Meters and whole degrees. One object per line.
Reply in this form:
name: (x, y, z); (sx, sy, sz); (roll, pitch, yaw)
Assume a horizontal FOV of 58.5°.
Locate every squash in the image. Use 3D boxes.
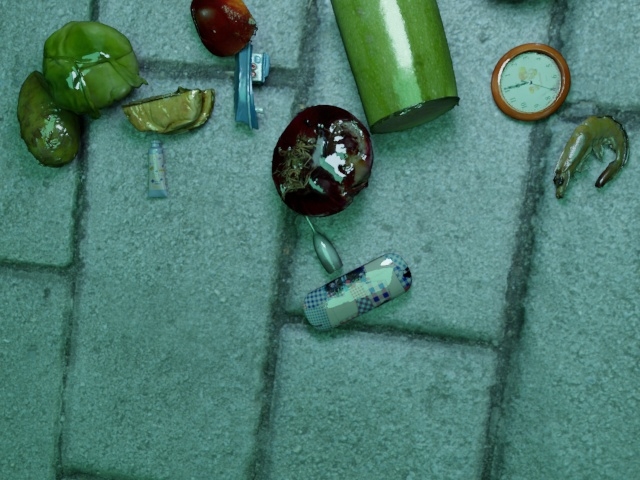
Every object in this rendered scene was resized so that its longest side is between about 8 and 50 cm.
squash: (0.197, -0.494, 1.477); (0.263, 0.263, 0.384); (-16, 92, 10)

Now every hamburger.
hamburger: (-0.427, -0.376, 1.664); (0.262, 0.124, 0.131); (-8, 112, 14)

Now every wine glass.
wine glass: (0.000, 0.000, 1.648); (0.066, 0.066, 0.198); (-29, 91, 10)

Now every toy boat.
toy boat: (-0.194, -0.434, 1.629); (0.098, 0.109, 0.238); (2, 89, -16)

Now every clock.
clock: (0.562, -0.424, 1.532); (0.205, 0.051, 0.205); (1, 96, 8)

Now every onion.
onion: (0.011, -0.215, 1.553); (0.314, 0.232, 0.314); (-3, 85, 37)

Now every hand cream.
hand cream: (-0.493, -0.215, 1.716); (0.065, 0.043, 0.170); (0, 97, 6)

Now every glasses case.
glasses case: (0.104, 0.149, 1.634); (0.327, 0.076, 0.125); (-28, 89, 10)

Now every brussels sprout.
brussels sprout: (-0.648, -0.483, 1.623); (0.259, 0.227, 0.294); (-26, 61, -13)

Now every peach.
peach: (-0.284, -0.601, 1.575); (0.279, 0.068, 0.189); (23, 123, 39)

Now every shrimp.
shrimp: (0.725, -0.213, 1.526); (0.173, 0.058, 0.253); (22, 96, -2)

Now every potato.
potato: (-0.814, -0.363, 1.705); (0.176, 0.141, 0.298); (-17, 92, 3)
